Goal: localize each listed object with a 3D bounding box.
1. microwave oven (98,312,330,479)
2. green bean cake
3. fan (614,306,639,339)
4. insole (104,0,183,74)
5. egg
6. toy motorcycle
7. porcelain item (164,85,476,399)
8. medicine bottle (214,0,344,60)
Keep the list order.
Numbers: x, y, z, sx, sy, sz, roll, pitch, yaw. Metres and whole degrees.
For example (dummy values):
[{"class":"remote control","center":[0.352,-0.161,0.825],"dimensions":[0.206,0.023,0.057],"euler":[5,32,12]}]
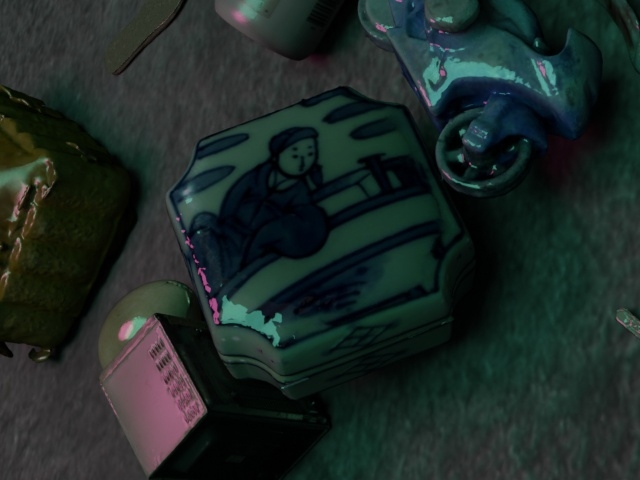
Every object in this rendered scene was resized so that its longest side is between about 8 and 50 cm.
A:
[{"class":"microwave oven","center":[-0.111,0.175,1.542],"dimensions":[0.129,0.205,0.163],"euler":[-50,55,20]},{"class":"green bean cake","center":[-0.430,-0.031,1.859],"dimensions":[0.285,0.202,0.310],"euler":[35,102,41]},{"class":"fan","center":[0.405,0.150,1.247],"dimensions":[0.223,0.012,0.294],"euler":[-31,63,30]},{"class":"insole","center":[-0.228,-0.296,1.875],"dimensions":[0.192,0.010,0.063],"euler":[-45,54,24]},{"class":"egg","center":[-0.204,0.114,1.693],"dimensions":[0.152,0.114,0.114],"euler":[-49,54,18]},{"class":"toy motorcycle","center":[0.179,-0.210,1.406],"dimensions":[0.241,0.182,0.319],"euler":[-42,55,25]},{"class":"porcelain item","center":[0.000,0.000,1.449],"dimensions":[0.281,0.157,0.286],"euler":[-19,62,-3]},{"class":"medicine bottle","center":[-0.019,-0.330,1.629],"dimensions":[0.135,0.135,0.215],"euler":[43,107,37]}]
